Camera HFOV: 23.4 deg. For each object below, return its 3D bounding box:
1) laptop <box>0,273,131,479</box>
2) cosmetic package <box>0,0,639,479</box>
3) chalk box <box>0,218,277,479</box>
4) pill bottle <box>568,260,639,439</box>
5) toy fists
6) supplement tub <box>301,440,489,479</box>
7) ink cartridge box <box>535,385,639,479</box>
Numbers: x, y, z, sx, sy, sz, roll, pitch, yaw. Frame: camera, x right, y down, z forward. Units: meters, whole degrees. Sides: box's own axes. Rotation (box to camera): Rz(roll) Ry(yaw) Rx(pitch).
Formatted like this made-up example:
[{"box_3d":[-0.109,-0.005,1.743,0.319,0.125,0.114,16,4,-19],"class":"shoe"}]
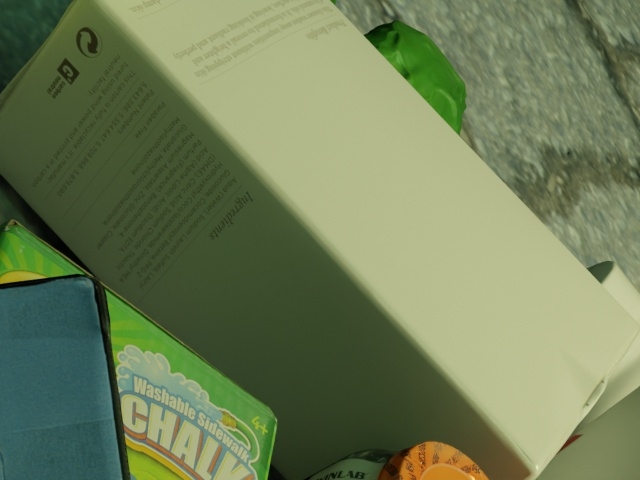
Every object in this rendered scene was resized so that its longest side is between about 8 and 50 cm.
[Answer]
[{"box_3d":[-0.229,0.160,0.400,0.408,0.381,0.236,-166,-112,-81],"class":"laptop"},{"box_3d":[0.000,0.000,0.987,0.385,0.156,0.217,49,35,5],"class":"cosmetic package"},{"box_3d":[-0.148,0.129,0.730,0.180,0.179,0.289,37,39,-26],"class":"chalk box"},{"box_3d":[0.253,0.169,1.198,0.283,0.161,0.161,53,35,-3],"class":"pill bottle"},{"box_3d":[0.003,-0.157,1.224,0.279,0.096,0.142,49,25,-8],"class":"toy fists"},{"box_3d":[0.008,0.189,0.859,0.117,0.190,0.117,30,42,-31],"class":"supplement tub"},{"box_3d":[0.241,0.252,1.016,0.197,0.114,0.273,-33,111,-16],"class":"ink cartridge box"}]
